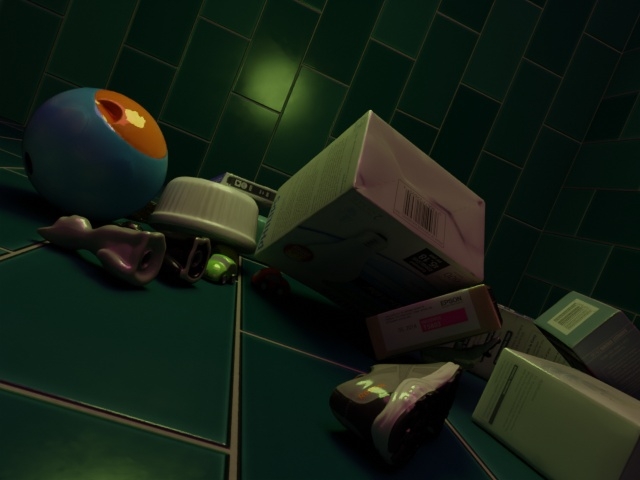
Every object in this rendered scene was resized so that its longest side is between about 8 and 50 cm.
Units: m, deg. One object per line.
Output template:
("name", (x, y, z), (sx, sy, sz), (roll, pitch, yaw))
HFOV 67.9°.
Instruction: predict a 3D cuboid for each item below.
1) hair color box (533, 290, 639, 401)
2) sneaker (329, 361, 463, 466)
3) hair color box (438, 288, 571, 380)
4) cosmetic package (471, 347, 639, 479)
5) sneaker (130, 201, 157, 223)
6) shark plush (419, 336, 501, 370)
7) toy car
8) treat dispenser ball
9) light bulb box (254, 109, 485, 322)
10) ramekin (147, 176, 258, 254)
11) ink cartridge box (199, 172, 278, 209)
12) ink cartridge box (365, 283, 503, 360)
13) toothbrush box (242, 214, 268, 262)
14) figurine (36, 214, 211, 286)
("hair color box", (0.606, 0.286, 0.917), (0.374, 0.114, 0.185), (48, 6, -1))
("sneaker", (0.109, 0.195, 0.610), (0.108, 0.100, 0.271), (18, 1, 32))
("hair color box", (0.456, 0.258, 1.126), (0.347, 0.173, 0.105), (24, 5, 22))
("cosmetic package", (0.404, 0.287, 0.719), (0.224, 0.138, 0.225), (20, 6, -31))
("sneaker", (-0.520, -0.098, 1.286), (0.086, 0.064, 0.192), (31, 11, 35))
("shark plush", (0.282, 0.225, 0.944), (0.161, 0.067, 0.073), (-16, 6, 10))
("toy car", (-0.191, 0.060, 1.061), (0.239, 0.053, 0.225), (23, 4, 16))
("treat dispenser ball", (-0.484, -0.184, 1.039), (0.288, 0.288, 0.288), (22, 4, -2))
("light bulb box", (0.108, -0.024, 1.063), (0.358, 0.225, 0.361), (32, -38, -22))
("ramekin", (-0.278, -0.061, 1.185), (0.273, 0.127, 0.273), (13, -10, 2))
("ink cartridge box", (-0.243, -0.130, 1.246), (0.208, 0.045, 0.206), (18, -11, -30))
("ink cartridge box", (0.230, 0.159, 0.940), (0.235, 0.088, 0.193), (-19, -13, 18))
("toothbrush box", (-0.242, -0.029, 1.502), (0.296, 0.126, 0.216), (20, 4, -14))
("figurine", (-0.338, 0.008, 0.824), (0.210, 0.092, 0.215), (15, 2, 20))
